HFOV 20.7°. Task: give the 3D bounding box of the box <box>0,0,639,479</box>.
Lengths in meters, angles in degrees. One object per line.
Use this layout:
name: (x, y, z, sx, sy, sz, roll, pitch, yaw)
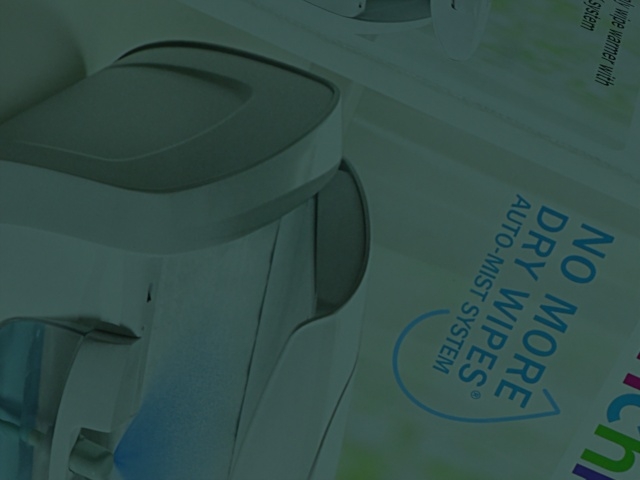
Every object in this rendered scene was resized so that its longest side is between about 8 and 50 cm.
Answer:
box: (-0.017, 0.039, 0.460, 0.127, 0.231, 0.262, -61, 175, -60)
